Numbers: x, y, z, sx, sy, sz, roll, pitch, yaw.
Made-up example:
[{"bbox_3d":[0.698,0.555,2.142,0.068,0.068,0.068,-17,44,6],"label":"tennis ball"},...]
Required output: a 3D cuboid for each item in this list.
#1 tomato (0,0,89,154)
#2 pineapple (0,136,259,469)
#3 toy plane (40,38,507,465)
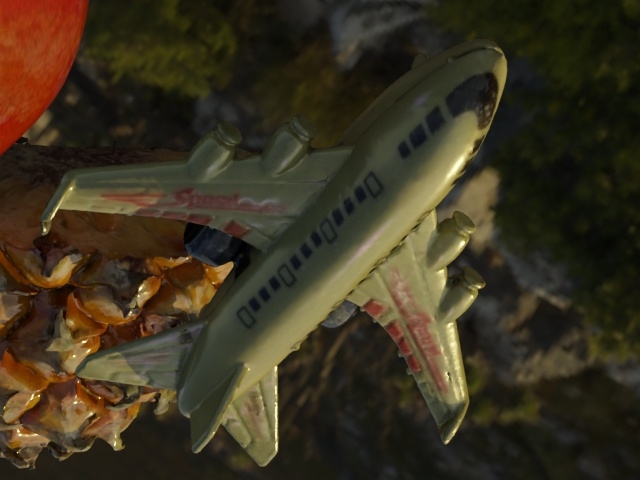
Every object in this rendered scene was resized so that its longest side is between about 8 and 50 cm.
[{"bbox_3d":[-0.292,-0.188,1.002,0.293,0.325,0.290,-4,180,14],"label":"tomato"},{"bbox_3d":[-0.174,0.094,1.183,0.209,0.344,0.286,-123,39,-52],"label":"pineapple"},{"bbox_3d":[0.000,0.000,0.764,0.229,0.244,0.092,30,-159,-22],"label":"toy plane"}]
